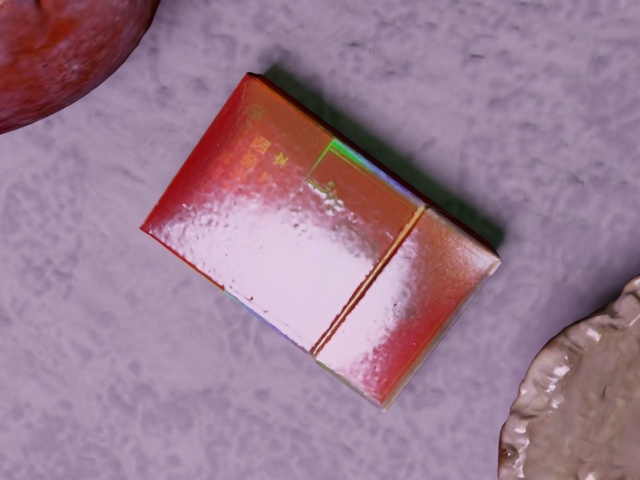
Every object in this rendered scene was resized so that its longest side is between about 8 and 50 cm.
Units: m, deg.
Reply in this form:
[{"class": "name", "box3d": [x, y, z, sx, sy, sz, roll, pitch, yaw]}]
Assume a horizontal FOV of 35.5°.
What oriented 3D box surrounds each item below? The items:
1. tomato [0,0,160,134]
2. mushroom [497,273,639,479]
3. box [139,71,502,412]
[{"class": "tomato", "box3d": [-0.198, -0.143, 0.519, 0.309, 0.170, 0.309, -12, 63, 26]}, {"class": "mushroom", "box3d": [0.188, 0.097, 0.449, 0.233, 0.302, 0.208, -37, 58, -3]}, {"class": "box", "box3d": [0.000, 0.000, 0.568, 0.175, 0.048, 0.112, 36, 100, 2]}]
